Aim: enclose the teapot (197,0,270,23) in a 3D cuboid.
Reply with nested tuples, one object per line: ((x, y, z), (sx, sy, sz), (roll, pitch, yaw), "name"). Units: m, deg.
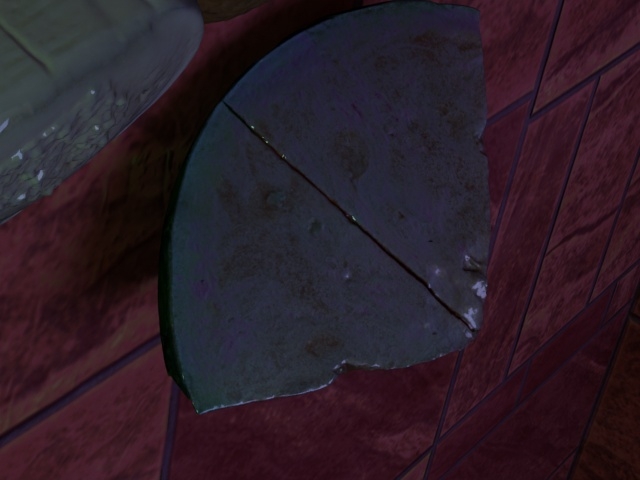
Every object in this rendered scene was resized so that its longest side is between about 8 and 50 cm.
((-0.050, -0.221, 0.885), (0.203, 0.167, 0.311), (-61, 155, 4), "teapot")

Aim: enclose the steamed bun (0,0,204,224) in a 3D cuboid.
((-0.196, -0.100, 0.725), (0.250, 0.200, 0.155), (-34, 169, -38), "steamed bun")

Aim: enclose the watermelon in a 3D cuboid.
((-0.010, -0.011, 1.191), (0.292, 0.319, 0.222), (-3, 164, -18), "watermelon")
